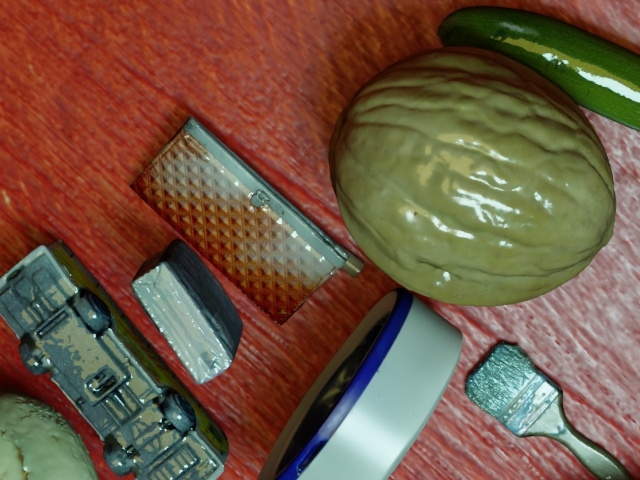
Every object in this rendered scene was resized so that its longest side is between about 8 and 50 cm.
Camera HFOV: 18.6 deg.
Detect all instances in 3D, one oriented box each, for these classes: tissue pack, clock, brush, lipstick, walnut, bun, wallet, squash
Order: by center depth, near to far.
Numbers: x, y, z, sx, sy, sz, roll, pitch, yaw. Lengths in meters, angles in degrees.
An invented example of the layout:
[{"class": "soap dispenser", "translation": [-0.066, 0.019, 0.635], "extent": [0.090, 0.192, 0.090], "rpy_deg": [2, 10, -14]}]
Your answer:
[{"class": "walnut", "translation": [0.134, -0.052, 1.698], "extent": [0.261, 0.225, 0.225], "rpy_deg": [24, 101, -2]}, {"class": "clock", "translation": [0.034, 0.155, 1.738], "extent": [0.083, 0.230, 0.230], "rpy_deg": [36, 101, -2]}, {"class": "squash", "translation": [0.230, -0.154, 1.749], "extent": [0.258, 0.069, 0.069], "rpy_deg": [21, 101, 1]}, {"class": "tissue pack", "translation": [-0.118, 0.062, 1.773], "extent": [0.051, 0.156, 0.112], "rpy_deg": [-34, 96, 6]}, {"class": "wallet", "translation": [-0.077, -0.017, 1.813], "extent": [0.196, 0.020, 0.103], "rpy_deg": [43, 120, -6]}, {"class": "bun", "translation": [-0.293, 0.249, 1.815], "extent": [0.259, 0.152, 0.259], "rpy_deg": [2, 93, 37]}, {"class": "lipstick", "translation": [0.000, 0.000, 1.821], "extent": [0.094, 0.019, 0.019], "rpy_deg": [39, 101, -3]}, {"class": "brush", "translation": [0.225, 0.176, 1.835], "extent": [0.196, 0.021, 0.070], "rpy_deg": [40, 100, -5]}]

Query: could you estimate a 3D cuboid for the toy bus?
[{"class": "toy bus", "translation": [-0.193, 0.124, 1.816], "extent": [0.092, 0.106, 0.268], "rpy_deg": [-39, 93, 10]}]
